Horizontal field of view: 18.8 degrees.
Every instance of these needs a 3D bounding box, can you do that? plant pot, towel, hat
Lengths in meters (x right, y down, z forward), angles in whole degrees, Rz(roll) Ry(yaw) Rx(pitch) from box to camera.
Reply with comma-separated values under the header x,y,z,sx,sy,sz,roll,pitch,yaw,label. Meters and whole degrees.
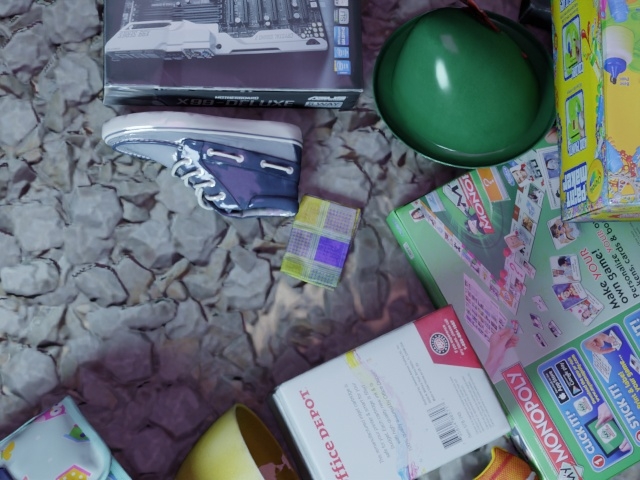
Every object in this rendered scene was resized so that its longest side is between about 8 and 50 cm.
x,y,z,sx,sy,sz,roll,pitch,yaw,label
-0.079,0.226,1.724,0.095,0.134,0.134,-31,85,8,plant pot
0.000,0.000,1.827,0.060,0.009,0.083,20,77,-5,towel
0.128,-0.189,1.775,0.208,0.183,0.173,27,68,12,hat

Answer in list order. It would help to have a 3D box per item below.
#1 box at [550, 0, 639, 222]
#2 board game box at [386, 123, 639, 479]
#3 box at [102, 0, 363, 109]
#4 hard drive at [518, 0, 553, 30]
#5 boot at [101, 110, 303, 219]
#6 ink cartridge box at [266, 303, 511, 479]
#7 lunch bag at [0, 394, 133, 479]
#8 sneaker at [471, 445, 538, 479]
x,y,z,sx,sy,sz,roll,pitch,yaw,label
0.373,-0.163,1.765,0.290,0.177,0.279,-1,85,-8,box
0.231,0.064,1.829,0.213,0.046,0.317,-28,84,-12,board game box
-0.086,-0.281,1.834,0.242,0.076,0.307,1,80,-7,box
0.378,-0.295,1.909,0.339,0.064,0.237,10,78,-5,hard drive
-0.109,-0.068,1.794,0.190,0.069,0.086,3,76,-9,boot
0.057,0.157,1.745,0.176,0.127,0.128,-24,84,-12,ink cartridge box
-0.231,0.289,1.669,0.223,0.160,0.262,-37,75,-9,lunch bag
0.125,0.265,1.779,0.067,0.064,0.175,38,74,25,sneaker
